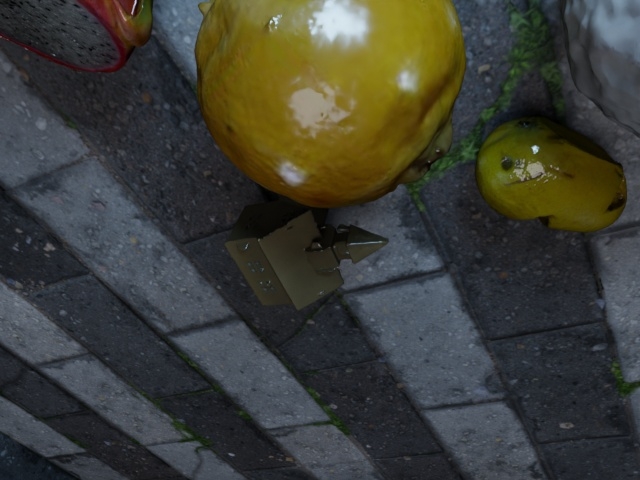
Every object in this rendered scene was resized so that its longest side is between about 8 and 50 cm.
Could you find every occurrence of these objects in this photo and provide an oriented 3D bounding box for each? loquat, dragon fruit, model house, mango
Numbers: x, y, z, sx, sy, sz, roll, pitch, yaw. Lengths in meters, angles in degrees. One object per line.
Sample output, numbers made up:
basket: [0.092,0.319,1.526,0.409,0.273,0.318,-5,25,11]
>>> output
loquat: [0.014,-0.196,0.635,0.328,0.329,0.329,5,134,5]
dragon fruit: [-0.307,-0.360,0.596,0.305,0.226,0.305,18,170,3]
model house: [0.000,0.000,0.913,0.247,0.176,0.181,-5,132,21]
mango: [0.356,-0.089,0.804,0.261,0.130,0.167,18,140,-13]

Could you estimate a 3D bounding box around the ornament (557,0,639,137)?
ornament: [0.395,-0.246,0.493,0.336,0.337,0.337,5,134,5]
